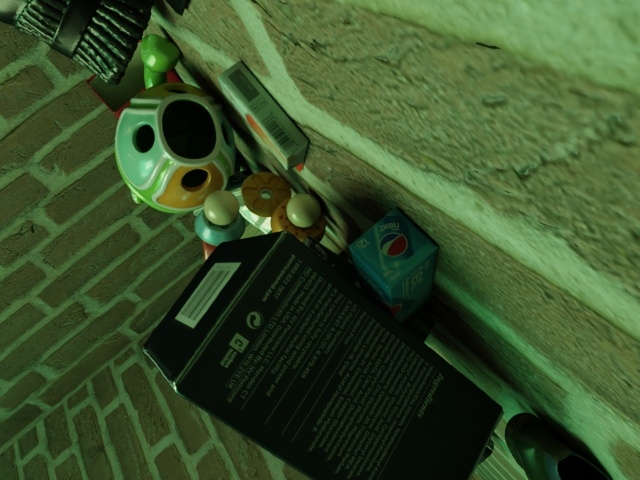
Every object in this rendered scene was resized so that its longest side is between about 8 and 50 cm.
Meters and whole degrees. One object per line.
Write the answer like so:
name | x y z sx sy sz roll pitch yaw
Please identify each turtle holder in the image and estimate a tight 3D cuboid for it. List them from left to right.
turtle holder | -0.277 -0.222 1.055 0.243 0.320 0.227 17 167 -21

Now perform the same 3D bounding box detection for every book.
book | 0.000 0.000 1.137 0.144 0.035 0.096 47 175 24

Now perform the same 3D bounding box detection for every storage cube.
storage cube | -0.451 -0.368 1.373 0.215 0.184 0.193 44 172 34

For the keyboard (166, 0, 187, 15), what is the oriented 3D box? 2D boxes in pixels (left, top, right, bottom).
keyboard | -0.200 -0.342 0.641 0.108 0.023 0.180 46 174 -21

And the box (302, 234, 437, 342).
box | 0.062 0.117 0.942 0.242 0.076 0.307 32 170 9

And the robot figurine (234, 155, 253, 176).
robot figurine | -0.311 -0.191 1.431 0.209 0.173 0.278 48 174 -16

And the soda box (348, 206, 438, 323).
soda box | 0.092 0.044 0.645 0.067 0.071 0.210 47 172 23

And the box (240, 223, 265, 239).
box | -0.131 0.058 1.489 0.243 0.213 0.117 44 170 36

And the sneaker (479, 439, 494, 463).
sneaker | 0.287 0.387 1.098 0.163 0.086 0.226 58 -172 33

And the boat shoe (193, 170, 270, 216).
boat shoe | -0.200 -0.117 1.214 0.095 0.255 0.079 14 -114 -44

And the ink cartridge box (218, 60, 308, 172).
ink cartridge box | -0.083 -0.163 0.765 0.145 0.045 0.179 50 170 1

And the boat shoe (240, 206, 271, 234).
boat shoe | -0.081 -0.032 1.305 0.319 0.116 0.099 45 -151 0

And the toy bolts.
toy bolts | -0.119 -0.064 0.952 0.158 0.229 0.218 112 140 -57

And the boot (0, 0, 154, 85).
boot | -0.369 -0.416 0.770 0.260 0.131 0.348 25 142 -18

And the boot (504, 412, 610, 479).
boot | 0.324 0.327 0.657 0.219 0.082 0.106 52 175 -2

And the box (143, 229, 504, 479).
box | -0.011 0.192 0.734 0.395 0.212 0.293 39 162 -17
